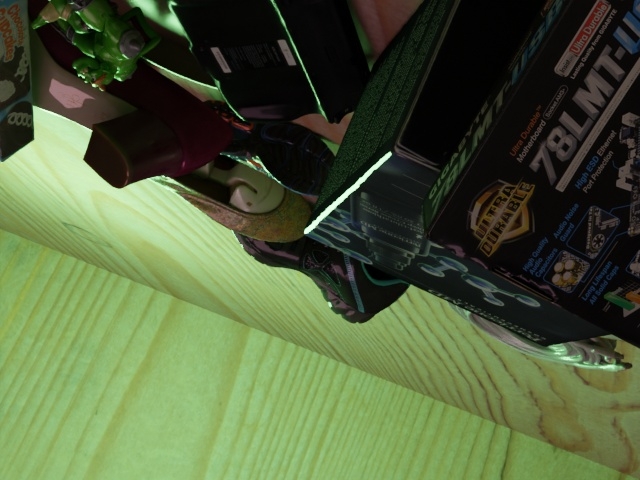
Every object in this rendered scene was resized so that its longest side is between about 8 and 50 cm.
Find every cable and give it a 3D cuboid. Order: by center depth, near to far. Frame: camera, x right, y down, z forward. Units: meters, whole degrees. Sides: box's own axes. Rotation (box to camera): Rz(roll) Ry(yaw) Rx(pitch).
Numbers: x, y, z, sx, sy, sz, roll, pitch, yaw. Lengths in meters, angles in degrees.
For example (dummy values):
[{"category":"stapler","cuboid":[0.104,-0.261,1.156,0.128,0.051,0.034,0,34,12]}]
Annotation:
[{"category":"cable","cuboid":[0.318,0.104,1.855,0.257,0.089,0.257,29,167,-17]}]

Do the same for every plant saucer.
[{"category":"plant saucer","cuboid":[-0.162,-0.249,1.404,0.277,0.041,0.278,23,168,5]}]

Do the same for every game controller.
[{"category":"game controller","cuboid":[-0.048,-0.202,1.264,0.166,0.067,0.319,3,160,13]}]

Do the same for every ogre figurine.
[{"category":"ogre figurine","cuboid":[-0.242,-0.231,1.345,0.118,0.097,0.197,44,149,-5]}]

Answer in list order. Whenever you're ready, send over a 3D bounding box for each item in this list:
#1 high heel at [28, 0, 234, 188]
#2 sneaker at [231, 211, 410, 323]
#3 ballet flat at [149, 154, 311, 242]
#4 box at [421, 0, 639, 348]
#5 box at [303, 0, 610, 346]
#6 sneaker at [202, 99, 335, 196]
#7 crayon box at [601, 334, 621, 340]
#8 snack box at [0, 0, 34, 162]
[{"category":"high heel","cuboid":[-0.280,-0.215,1.555,0.377,0.181,0.127,51,134,16]},{"category":"sneaker","cuboid":[0.000,0.000,2.017,0.340,0.125,0.139,34,137,-25]},{"category":"ballet flat","cuboid":[-0.157,-0.102,1.842,0.348,0.123,0.123,27,167,-12]},{"category":"box","cuboid":[0.265,-0.065,0.856,0.293,0.296,0.073,26,-159,-8]},{"category":"box","cuboid":[0.184,-0.068,1.133,0.293,0.212,0.395,25,168,-6]},{"category":"sneaker","cuboid":[-0.067,-0.125,1.682,0.221,0.083,0.087,28,-179,5]},{"category":"crayon box","cuboid":[0.338,0.032,1.540,0.323,0.083,0.203,33,164,-36]},{"category":"snack box","cuboid":[-0.415,-0.253,1.433,0.187,0.060,0.322,39,148,16]}]
